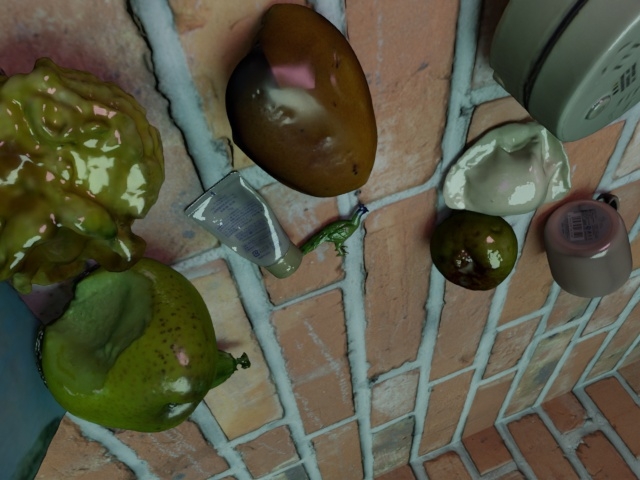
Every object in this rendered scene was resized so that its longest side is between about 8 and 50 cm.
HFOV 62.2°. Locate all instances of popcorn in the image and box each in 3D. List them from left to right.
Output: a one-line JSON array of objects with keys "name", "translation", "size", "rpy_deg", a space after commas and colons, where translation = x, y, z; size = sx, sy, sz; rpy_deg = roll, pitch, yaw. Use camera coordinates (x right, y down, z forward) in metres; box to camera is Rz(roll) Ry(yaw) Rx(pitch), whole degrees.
[{"name": "popcorn", "translation": [-0.312, -0.073, 0.604], "size": [0.270, 0.224, 0.258], "rpy_deg": [30, 78, -25]}]

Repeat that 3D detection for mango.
[{"name": "mango", "translation": [-0.019, -0.169, 0.738], "size": [0.201, 0.153, 0.287], "rpy_deg": [-28, 141, 15]}]

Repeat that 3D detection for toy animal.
[{"name": "toy animal", "translation": [0.010, 0.011, 1.039], "size": [0.217, 0.041, 0.075], "rpy_deg": [-32, 123, 9]}]

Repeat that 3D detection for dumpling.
[{"name": "dumpling", "translation": [0.363, -0.139, 1.039], "size": [0.252, 0.131, 0.179], "rpy_deg": [-6, 121, 6]}]

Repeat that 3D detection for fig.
[{"name": "fig", "translation": [0.336, 0.017, 1.139], "size": [0.181, 0.181, 0.191], "rpy_deg": [-53, 164, 29]}]

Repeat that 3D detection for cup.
[{"name": "cup", "translation": [0.671, -0.011, 1.310], "size": [0.253, 0.191, 0.200], "rpy_deg": [-56, 139, -12]}]

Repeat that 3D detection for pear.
[{"name": "pear", "translation": [-0.284, 0.173, 0.817], "size": [0.292, 0.292, 0.159], "rpy_deg": [-32, 148, 6]}]

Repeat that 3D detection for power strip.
[{"name": "power strip", "translation": [0.431, -0.321, 0.753], "size": [0.357, 0.161, 0.357], "rpy_deg": [-29, 156, -15]}]

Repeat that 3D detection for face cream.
[{"name": "face cream", "translation": [-0.121, -0.021, 0.929], "size": [0.114, 0.070, 0.224], "rpy_deg": [-36, 129, 11]}]

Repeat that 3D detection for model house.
[{"name": "model house", "translation": [-0.618, 0.219, 0.767], "size": [0.339, 0.297, 0.360], "rpy_deg": [5, 141, 9]}]

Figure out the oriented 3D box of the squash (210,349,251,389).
[{"name": "squash", "translation": [-0.332, 0.289, 1.114], "size": [0.378, 0.101, 0.101], "rpy_deg": [-8, 138, -25]}]
